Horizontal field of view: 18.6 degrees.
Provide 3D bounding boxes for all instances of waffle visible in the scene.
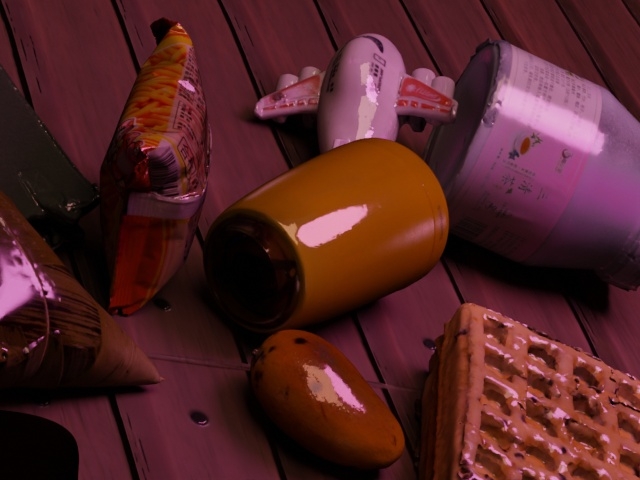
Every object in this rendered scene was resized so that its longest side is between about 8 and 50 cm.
[{"bbox_3d":[0.227,0.246,1.990,0.261,0.114,0.376,26,31,-10],"label":"waffle"}]

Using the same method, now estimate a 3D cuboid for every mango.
[{"bbox_3d":[0.004,0.163,1.952,0.178,0.090,0.115,48,28,14],"label":"mango"}]

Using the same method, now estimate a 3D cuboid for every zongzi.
[{"bbox_3d":[-0.296,0.017,1.852,0.300,0.145,0.274,6,57,-49],"label":"zongzi"}]

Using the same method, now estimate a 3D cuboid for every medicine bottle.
[{"bbox_3d":[0.290,-0.082,2.383,0.290,0.245,0.245,22,32,-11],"label":"medicine bottle"}]

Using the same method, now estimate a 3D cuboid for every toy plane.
[{"bbox_3d":[0.045,-0.156,2.377,0.252,0.118,0.252,-6,48,7],"label":"toy plane"}]

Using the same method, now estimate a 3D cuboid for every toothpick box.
[{"bbox_3d":[0.000,0.000,2.102,0.175,0.175,0.271,42,36,19],"label":"toothpick box"}]

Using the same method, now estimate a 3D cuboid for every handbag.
[{"bbox_3d":[-0.384,-0.083,2.000,0.247,0.079,0.260,-12,52,-45],"label":"handbag"}]

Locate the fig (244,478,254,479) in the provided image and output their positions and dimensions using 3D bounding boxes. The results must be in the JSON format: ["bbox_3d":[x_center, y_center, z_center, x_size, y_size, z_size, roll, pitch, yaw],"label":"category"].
[{"bbox_3d":[-0.017,0.319,1.656,0.203,0.186,0.249,12,0,-3],"label":"fig"}]

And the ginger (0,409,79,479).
[{"bbox_3d":[-0.371,0.260,1.447,0.358,0.211,0.413,21,20,12],"label":"ginger"}]

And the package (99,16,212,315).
[{"bbox_3d":[-0.166,-0.070,2.031,0.108,0.223,0.288,11,36,2],"label":"package"}]
